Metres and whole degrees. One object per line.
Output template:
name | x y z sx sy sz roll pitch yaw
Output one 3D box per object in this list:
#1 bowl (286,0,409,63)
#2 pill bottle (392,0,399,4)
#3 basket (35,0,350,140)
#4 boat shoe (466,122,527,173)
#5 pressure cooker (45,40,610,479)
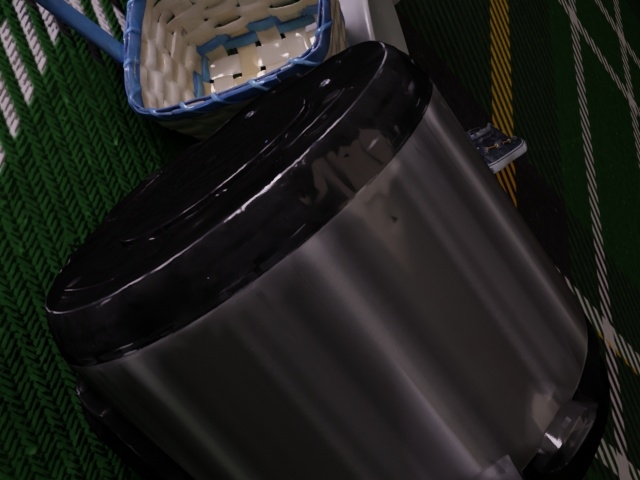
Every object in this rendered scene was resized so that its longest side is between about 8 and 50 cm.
bowl | 0.041 -0.190 1.116 0.298 0.134 0.298 -14 90 -76
pill bottle | 0.102 -0.426 1.408 0.094 0.094 0.169 55 36 -19
basket | -0.105 -0.223 0.871 0.289 0.255 0.201 39 40 -64
boat shoe | 0.319 -0.179 1.596 0.183 0.065 0.083 -36 102 -55
pressure cooker | 0.033 0.096 0.744 0.420 0.375 0.370 52 44 -19
